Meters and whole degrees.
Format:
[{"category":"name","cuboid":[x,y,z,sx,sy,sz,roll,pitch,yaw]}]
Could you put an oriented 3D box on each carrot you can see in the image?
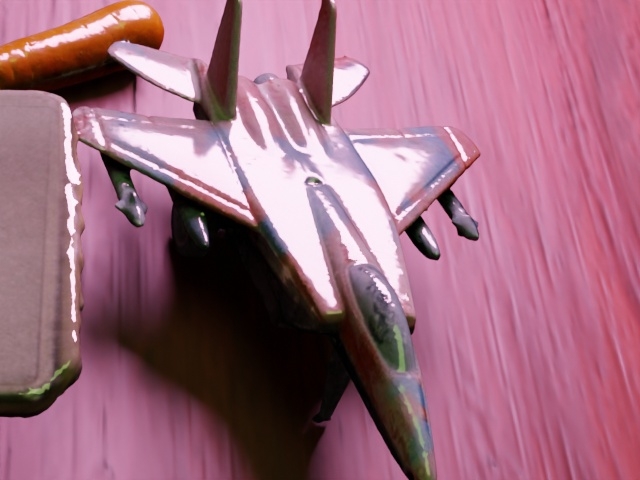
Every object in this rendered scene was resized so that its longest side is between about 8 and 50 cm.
[{"category":"carrot","cuboid":[-0.160,-0.093,1.038,0.190,0.037,0.037,-22,56,-40]}]

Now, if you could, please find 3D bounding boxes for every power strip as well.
[{"category":"power strip","cuboid":[-0.210,0.014,0.864,0.213,0.064,0.198,1,43,-6]}]

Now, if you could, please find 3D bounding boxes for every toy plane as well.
[{"category":"toy plane","cuboid":[-0.002,0.005,0.950,0.223,0.104,0.326,2,47,-23]}]
